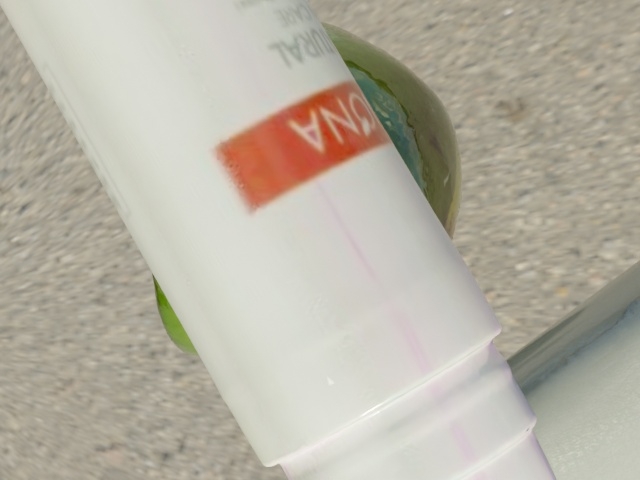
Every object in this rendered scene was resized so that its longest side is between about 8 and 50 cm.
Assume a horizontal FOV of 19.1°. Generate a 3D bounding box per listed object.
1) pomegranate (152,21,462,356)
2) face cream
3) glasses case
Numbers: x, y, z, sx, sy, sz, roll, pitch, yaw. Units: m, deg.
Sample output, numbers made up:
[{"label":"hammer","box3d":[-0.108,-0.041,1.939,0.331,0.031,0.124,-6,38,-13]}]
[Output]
[{"label":"pomegranate","box3d":[-0.002,-0.002,1.035,0.159,0.190,0.240,-1,97,9]},{"label":"face cream","box3d":[-0.021,-0.018,0.681,0.102,0.102,0.345,-31,88,-13]},{"label":"glasses case","box3d":[0.123,0.101,0.854,0.308,0.083,0.128,-37,108,1]}]
